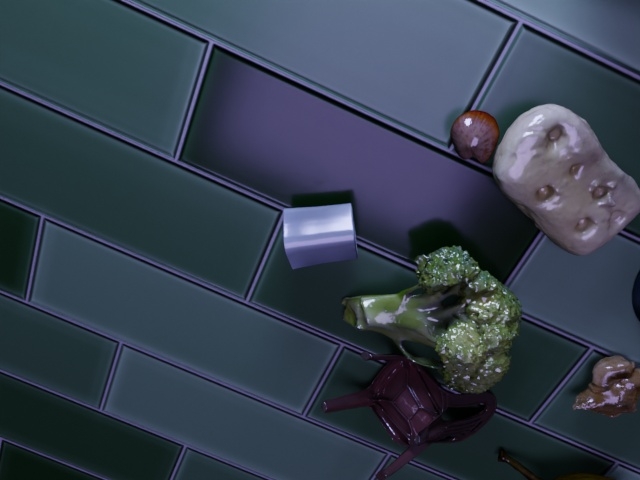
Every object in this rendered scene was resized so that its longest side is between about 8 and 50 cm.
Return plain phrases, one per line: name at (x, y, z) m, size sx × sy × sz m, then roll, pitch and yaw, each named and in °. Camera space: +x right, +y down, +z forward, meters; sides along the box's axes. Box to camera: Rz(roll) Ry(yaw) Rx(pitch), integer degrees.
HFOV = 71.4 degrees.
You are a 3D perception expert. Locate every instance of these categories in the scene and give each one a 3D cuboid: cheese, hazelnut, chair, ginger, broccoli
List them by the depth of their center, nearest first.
cheese at (0.395, -0.095, 0.720) m, size 0.263 × 0.093 × 0.159 m, roll 38°, pitch 106°, yaw -16°
hazelnut at (0.249, -0.167, 0.724) m, size 0.086 × 0.086 × 0.087 m, roll 2°, pitch 112°, yaw 5°
broccoli at (0.214, 0.141, 0.791) m, size 0.301 × 0.186 × 0.254 m, roll 20°, pitch 122°, yaw -9°
ginger at (0.618, 0.298, 0.881) m, size 0.213 × 0.059 × 0.133 m, roll 10°, pitch 104°, yaw 0°
chair at (0.197, 0.334, 0.909) m, size 0.326 × 0.183 × 0.176 m, roll 11°, pitch 121°, yaw -47°

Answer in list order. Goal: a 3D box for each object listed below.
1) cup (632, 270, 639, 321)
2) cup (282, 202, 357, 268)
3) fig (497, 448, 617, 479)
cup at (0.686, 0.110, 0.671) m, size 0.241 × 0.292 × 0.308 m, roll 2°, pitch 113°, yaw 6°
cup at (0.000, 0.000, 0.809) m, size 0.129 × 0.095 × 0.128 m, roll -6°, pitch 147°, yaw 6°
fig at (0.524, 0.570, 0.951) m, size 0.290 × 0.190 × 0.191 m, roll 7°, pitch 113°, yaw 21°
